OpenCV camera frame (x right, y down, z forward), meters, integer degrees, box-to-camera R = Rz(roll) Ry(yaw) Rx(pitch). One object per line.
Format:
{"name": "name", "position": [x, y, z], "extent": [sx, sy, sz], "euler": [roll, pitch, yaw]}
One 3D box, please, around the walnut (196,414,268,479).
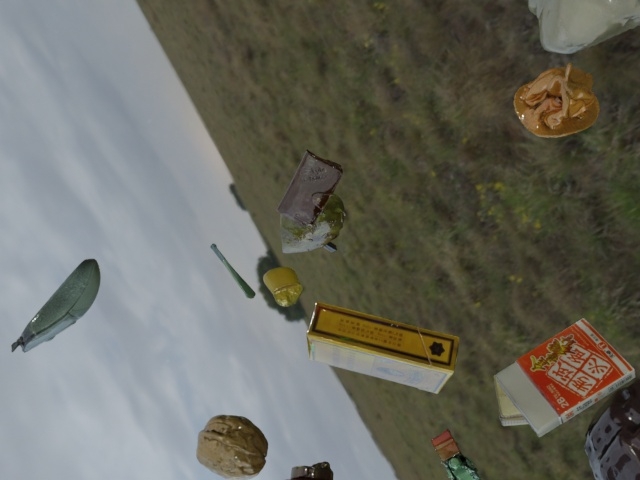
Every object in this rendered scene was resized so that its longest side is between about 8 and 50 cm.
{"name": "walnut", "position": [-0.279, 0.650, 2.054], "extent": [0.198, 0.245, 0.198], "euler": [9, -90, -69]}

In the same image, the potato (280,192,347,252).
{"name": "potato", "position": [-0.039, -0.041, 1.848], "extent": [0.298, 0.176, 0.141], "euler": [134, 147, -52]}

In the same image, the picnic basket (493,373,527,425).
{"name": "picnic basket", "position": [0.625, 0.507, 2.094], "extent": [0.079, 0.115, 0.164], "euler": [65, -159, -47]}

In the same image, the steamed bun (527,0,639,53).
{"name": "steamed bun", "position": [0.656, -0.607, 1.477], "extent": [0.255, 0.368, 0.342], "euler": [65, -157, -18]}

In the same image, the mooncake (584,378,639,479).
{"name": "mooncake", "position": [0.737, 0.452, 1.315], "extent": [0.381, 0.351, 0.212], "euler": [36, 129, 31]}

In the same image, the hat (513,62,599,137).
{"name": "hat", "position": [0.707, -0.456, 1.916], "extent": [0.244, 0.233, 0.233], "euler": [50, 174, 22]}

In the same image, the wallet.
{"name": "wallet", "position": [-0.024, -0.106, 1.403], "extent": [0.095, 0.176, 0.026], "euler": [28, -142, -6]}

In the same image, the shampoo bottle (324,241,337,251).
{"name": "shampoo bottle", "position": [0.000, 0.000, 2.045], "extent": [0.048, 0.027, 0.137], "euler": [22, 172, 46]}

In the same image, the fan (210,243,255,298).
{"name": "fan", "position": [-0.240, 0.081, 1.763], "extent": [0.193, 0.016, 0.038], "euler": [49, -159, 16]}

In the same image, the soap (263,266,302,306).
{"name": "soap", "position": [-0.095, 0.116, 1.722], "extent": [0.168, 0.089, 0.033], "euler": [-132, 25, -56]}

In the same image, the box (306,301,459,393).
{"name": "box", "position": [0.125, 0.230, 1.380], "extent": [0.193, 0.302, 0.084], "euler": [88, -163, -66]}

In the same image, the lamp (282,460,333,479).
{"name": "lamp", "position": [-0.025, 0.487, 1.041], "extent": [0.180, 0.180, 0.258], "euler": [66, -156, -56]}

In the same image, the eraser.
{"name": "eraser", "position": [0.499, 0.280, 1.345], "extent": [0.038, 0.230, 0.157], "euler": [57, -179, -42]}

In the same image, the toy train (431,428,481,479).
{"name": "toy train", "position": [0.352, 0.570, 1.662], "extent": [0.176, 0.074, 0.118], "euler": [54, -174, -45]}

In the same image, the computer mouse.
{"name": "computer mouse", "position": [-0.491, 0.135, 1.249], "extent": [0.068, 0.229, 0.113], "euler": [38, 155, -9]}
